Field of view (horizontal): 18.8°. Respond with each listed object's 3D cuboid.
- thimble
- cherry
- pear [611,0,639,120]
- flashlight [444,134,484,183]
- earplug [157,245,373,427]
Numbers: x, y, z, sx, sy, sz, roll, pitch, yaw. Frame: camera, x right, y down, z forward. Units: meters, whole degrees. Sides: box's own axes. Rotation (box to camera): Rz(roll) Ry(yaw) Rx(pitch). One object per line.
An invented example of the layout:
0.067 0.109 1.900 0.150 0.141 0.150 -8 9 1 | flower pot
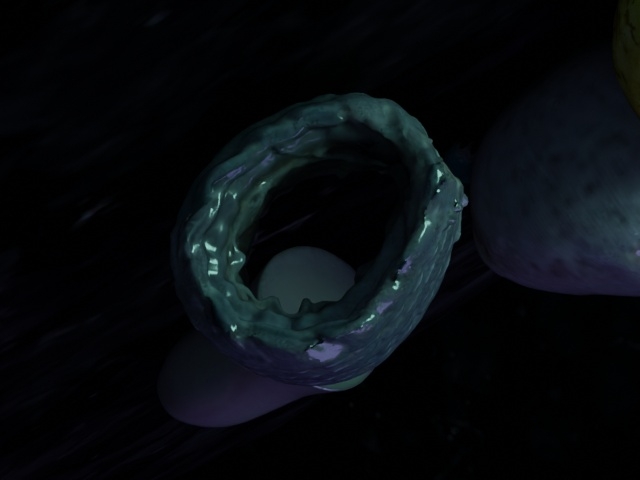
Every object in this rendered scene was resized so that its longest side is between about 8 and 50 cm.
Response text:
0.000 0.000 1.508 0.236 0.205 0.172 -31 171 -2 | thimble
0.321 -0.067 2.025 0.335 0.291 0.326 -17 -171 0 | cherry
0.395 -0.185 1.717 0.271 0.271 0.271 -31 172 -5 | pear
0.176 -0.094 2.180 0.051 0.051 0.129 -35 176 22 | flashlight
-0.087 0.137 2.260 0.172 0.172 0.301 -24 175 -43 | earplug
